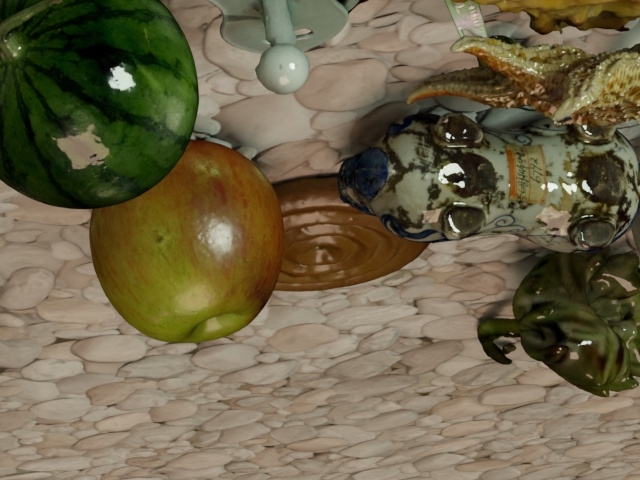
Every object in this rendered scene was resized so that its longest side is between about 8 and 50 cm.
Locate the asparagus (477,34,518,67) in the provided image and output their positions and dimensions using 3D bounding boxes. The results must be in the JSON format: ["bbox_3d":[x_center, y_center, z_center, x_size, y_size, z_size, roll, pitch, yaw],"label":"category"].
[{"bbox_3d":[0.200,-0.142,1.468,0.041,0.045,0.178,-49,145,15],"label":"asparagus"}]

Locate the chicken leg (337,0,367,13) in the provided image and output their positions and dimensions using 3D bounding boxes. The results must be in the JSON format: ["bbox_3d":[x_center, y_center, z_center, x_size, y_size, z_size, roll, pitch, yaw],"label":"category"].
[{"bbox_3d":[0.067,-0.216,1.295,0.145,0.037,0.062,-18,166,19],"label":"chicken leg"}]

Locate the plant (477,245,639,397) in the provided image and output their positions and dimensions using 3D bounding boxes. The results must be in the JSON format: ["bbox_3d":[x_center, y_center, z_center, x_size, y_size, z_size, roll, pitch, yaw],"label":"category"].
[{"bbox_3d":[0.266,0.130,1.951,0.251,0.180,0.333,25,145,-33],"label":"plant"}]

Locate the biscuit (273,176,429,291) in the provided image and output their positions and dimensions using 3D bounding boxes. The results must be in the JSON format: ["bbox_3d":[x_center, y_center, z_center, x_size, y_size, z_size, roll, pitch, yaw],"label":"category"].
[{"bbox_3d":[0.000,0.001,1.742,0.262,0.037,0.262,-5,155,-2],"label":"biscuit"}]

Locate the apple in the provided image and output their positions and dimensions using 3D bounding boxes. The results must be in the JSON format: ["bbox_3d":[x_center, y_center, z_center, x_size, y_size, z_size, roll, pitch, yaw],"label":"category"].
[{"bbox_3d":[-0.126,0.005,1.551,0.196,0.196,0.196,-6,156,-3],"label":"apple"}]

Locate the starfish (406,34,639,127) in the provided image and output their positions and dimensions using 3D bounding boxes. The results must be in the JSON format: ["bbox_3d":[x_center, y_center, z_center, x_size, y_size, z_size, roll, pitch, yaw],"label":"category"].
[{"bbox_3d":[0.231,-0.129,1.286,0.293,0.084,0.301,-8,-176,-32],"label":"starfish"}]

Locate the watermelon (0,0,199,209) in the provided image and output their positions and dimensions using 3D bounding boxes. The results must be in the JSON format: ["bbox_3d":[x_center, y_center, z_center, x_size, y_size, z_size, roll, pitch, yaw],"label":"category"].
[{"bbox_3d":[-0.193,-0.120,1.237,0.188,0.188,0.214,-18,164,22],"label":"watermelon"}]

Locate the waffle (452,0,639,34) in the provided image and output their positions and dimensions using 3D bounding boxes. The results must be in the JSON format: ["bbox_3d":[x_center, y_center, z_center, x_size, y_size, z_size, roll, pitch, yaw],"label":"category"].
[{"bbox_3d":[0.278,-0.216,1.143,0.348,0.077,0.304,-8,178,30],"label":"waffle"}]

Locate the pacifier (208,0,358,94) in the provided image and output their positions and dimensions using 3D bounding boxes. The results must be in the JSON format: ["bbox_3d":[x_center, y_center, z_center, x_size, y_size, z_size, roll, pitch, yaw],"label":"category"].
[{"bbox_3d":[-0.025,-0.169,1.264,0.126,0.117,0.150,-8,154,-1],"label":"pacifier"}]

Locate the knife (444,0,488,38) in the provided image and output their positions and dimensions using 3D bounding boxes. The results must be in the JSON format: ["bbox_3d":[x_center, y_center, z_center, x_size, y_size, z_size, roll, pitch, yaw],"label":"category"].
[{"bbox_3d":[0.097,-0.219,1.249,0.030,0.014,0.207,-19,137,10],"label":"knife"}]

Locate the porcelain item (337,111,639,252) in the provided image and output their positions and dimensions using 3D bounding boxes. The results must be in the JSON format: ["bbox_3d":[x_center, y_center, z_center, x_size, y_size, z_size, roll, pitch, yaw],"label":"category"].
[{"bbox_3d":[0.165,-0.051,1.552,0.288,0.138,0.186,-1,176,-20],"label":"porcelain item"}]

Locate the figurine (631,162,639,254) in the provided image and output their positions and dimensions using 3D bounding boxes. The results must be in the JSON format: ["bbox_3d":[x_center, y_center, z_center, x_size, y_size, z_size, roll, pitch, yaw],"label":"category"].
[{"bbox_3d":[0.503,-0.076,1.581,0.394,0.226,0.274,-12,127,-4],"label":"figurine"}]
